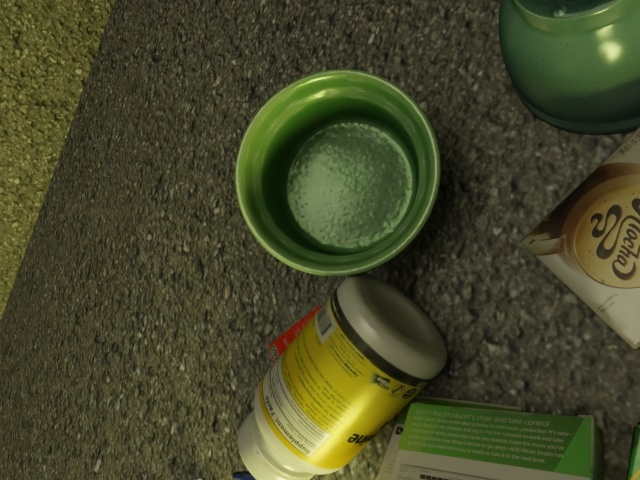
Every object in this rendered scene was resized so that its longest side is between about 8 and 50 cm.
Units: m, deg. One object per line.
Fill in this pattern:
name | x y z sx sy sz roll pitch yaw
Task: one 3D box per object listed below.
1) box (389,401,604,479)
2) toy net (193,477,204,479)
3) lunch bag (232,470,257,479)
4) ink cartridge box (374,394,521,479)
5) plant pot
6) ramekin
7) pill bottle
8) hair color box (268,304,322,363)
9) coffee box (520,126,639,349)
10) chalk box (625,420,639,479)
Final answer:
box | 0.170 0.337 0.514 0.232 0.058 0.322 -9 39 38
toy net | -0.304 0.612 1.016 0.122 0.045 0.232 44 108 38
lunch bag | -0.090 0.472 0.834 0.151 0.096 0.129 -16 70 27
ink cartridge box | 0.174 0.351 0.643 0.188 0.097 0.255 -8 38 40
plant pot | 0.344 -0.300 0.578 0.293 0.196 0.293 -10 74 39
ramekin | 0.033 -0.096 0.759 0.303 0.148 0.303 -1 86 12
pill bottle | 0.019 0.227 0.737 0.334 0.188 0.188 -52 52 20
hair color box | -0.020 0.173 0.859 0.141 0.072 0.043 -41 55 25
coffee box | 0.401 -0.040 0.518 0.297 0.119 0.168 -50 52 21
chalk box | 0.369 0.298 0.460 0.132 0.132 0.213 9 87 41
